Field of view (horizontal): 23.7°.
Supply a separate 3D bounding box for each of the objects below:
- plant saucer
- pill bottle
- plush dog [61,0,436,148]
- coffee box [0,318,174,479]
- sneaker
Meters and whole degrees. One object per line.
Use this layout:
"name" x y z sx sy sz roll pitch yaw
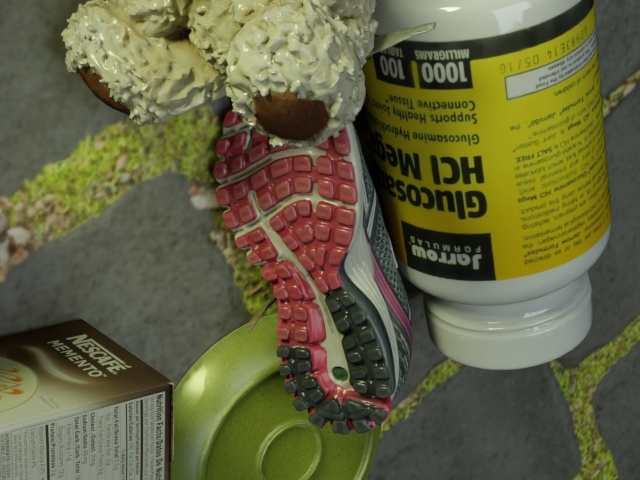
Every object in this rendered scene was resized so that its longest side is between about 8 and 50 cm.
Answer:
"plant saucer" -0.034 0.178 1.301 0.241 0.037 0.241 -15 116 -33
"pill bottle" 0.136 -0.071 1.231 0.188 0.188 0.333 -27 122 -27
"plush dog" -0.058 -0.207 0.995 0.210 0.262 0.225 -44 126 -28
"coffee box" -0.242 0.143 1.057 0.247 0.141 0.098 -12 115 -35
"sneaker" 0.000 0.000 1.217 0.112 0.121 0.299 -45 127 -61
